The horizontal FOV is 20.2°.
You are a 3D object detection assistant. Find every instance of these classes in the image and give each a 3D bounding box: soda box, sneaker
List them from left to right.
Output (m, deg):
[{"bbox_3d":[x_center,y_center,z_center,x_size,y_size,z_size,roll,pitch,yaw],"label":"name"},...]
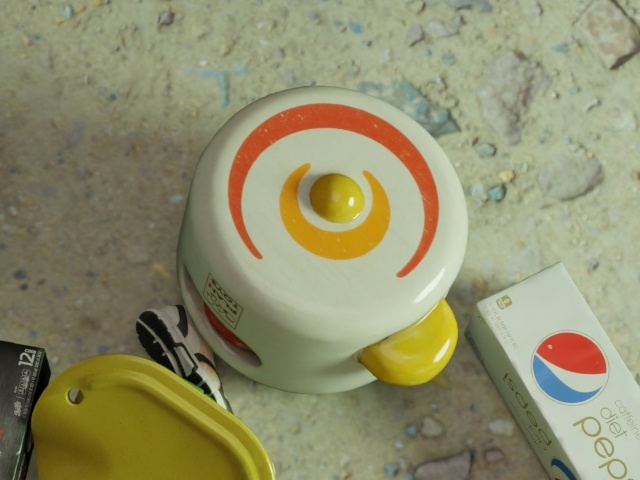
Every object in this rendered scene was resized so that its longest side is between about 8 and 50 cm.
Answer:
[{"bbox_3d":[-0.229,0.155,1.222,0.053,0.060,0.169,11,68,0],"label":"soda box"},{"bbox_3d":[-0.085,0.091,1.265,0.044,0.040,0.109,-23,83,-51],"label":"sneaker"},{"bbox_3d":[0.187,0.128,1.250,0.074,0.069,0.216,-26,73,-13],"label":"soda box"}]

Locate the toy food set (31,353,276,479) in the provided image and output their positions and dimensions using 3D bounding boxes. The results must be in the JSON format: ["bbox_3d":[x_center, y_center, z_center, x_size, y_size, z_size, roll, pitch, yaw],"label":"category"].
[{"bbox_3d":[-0.094,0.163,1.221,0.218,0.071,0.128,36,98,3],"label":"toy food set"}]

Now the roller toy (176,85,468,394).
[{"bbox_3d":[0.000,0.000,1.236,0.191,0.146,0.209,8,64,-7],"label":"roller toy"}]
